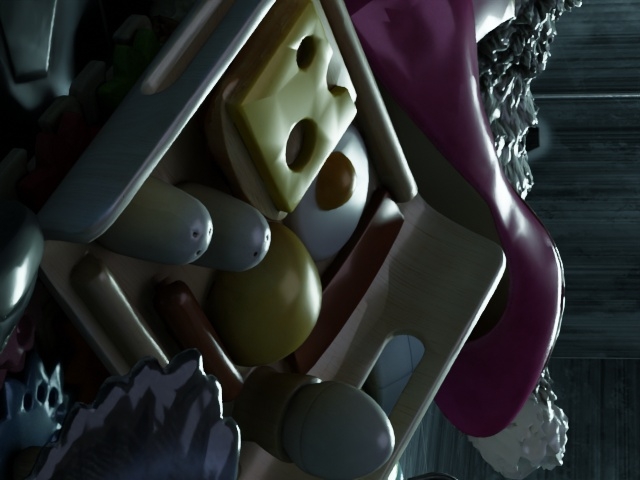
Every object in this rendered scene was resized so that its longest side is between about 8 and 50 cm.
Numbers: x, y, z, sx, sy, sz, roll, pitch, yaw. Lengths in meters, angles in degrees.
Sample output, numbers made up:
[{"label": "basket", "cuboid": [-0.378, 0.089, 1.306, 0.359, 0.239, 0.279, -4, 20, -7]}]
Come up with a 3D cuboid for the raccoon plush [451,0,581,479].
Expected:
[{"label": "raccoon plush", "cuboid": [0.163, -0.069, 1.373, 0.446, 0.299, 0.216, 53, 26, 18]}]

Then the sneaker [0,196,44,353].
[{"label": "sneaker", "cuboid": [-0.155, 0.079, 0.567, 0.227, 0.087, 0.130, -71, 161, -54]}]

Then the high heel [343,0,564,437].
[{"label": "high heel", "cuboid": [0.053, -0.013, 1.018, 0.181, 0.127, 0.377, -37, 126, -46]}]

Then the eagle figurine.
[{"label": "eagle figurine", "cuboid": [-0.084, 0.225, 0.676, 0.225, 0.226, 0.298, 10, 57, -53]}]

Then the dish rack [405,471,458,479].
[{"label": "dish rack", "cuboid": [-0.019, 0.265, 0.947, 0.074, 0.271, 0.208, -143, -135, -59]}]

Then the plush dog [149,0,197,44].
[{"label": "plush dog", "cuboid": [-0.043, -0.182, 1.058, 0.262, 0.211, 0.225, -9, 116, -54]}]

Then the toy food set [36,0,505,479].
[{"label": "toy food set", "cuboid": [0.000, 0.000, 0.790, 0.219, 0.092, 0.306, -57, 147, -24]}]

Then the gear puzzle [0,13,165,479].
[{"label": "gear puzzle", "cuboid": [-0.091, -0.008, 0.836, 0.339, 0.044, 0.175, -59, 150, -47]}]

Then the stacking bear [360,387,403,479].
[{"label": "stacking bear", "cuboid": [-0.038, 0.121, 1.022, 0.164, 0.175, 0.289, 31, -36, 58]}]

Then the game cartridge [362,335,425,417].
[{"label": "game cartridge", "cuboid": [0.001, 0.029, 1.112, 0.196, 0.060, 0.294, 52, -12, 10]}]
